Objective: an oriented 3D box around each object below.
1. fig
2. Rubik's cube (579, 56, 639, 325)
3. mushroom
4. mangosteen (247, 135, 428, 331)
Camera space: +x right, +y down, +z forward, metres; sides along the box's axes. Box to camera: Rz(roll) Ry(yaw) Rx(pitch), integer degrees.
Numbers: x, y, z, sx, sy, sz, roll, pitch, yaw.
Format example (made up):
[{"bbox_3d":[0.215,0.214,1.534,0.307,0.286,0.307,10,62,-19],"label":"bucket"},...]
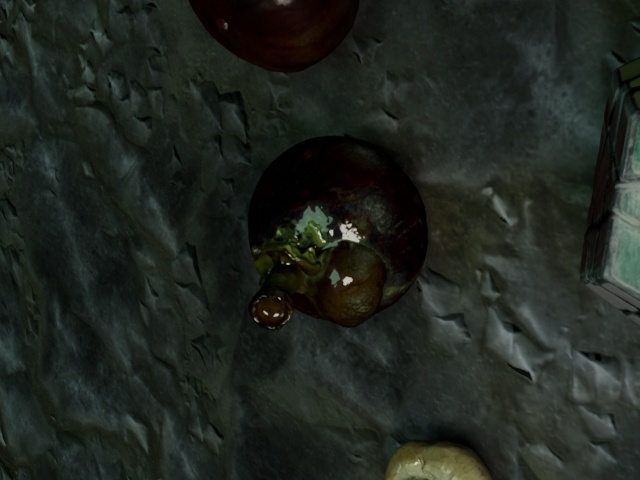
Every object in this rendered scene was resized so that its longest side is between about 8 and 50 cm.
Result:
[{"bbox_3d":[-0.061,-0.330,0.952,0.214,0.235,0.235,-30,73,2],"label":"fig"},{"bbox_3d":[0.353,-0.029,0.584,0.319,0.319,0.264,68,157,11],"label":"Rubik's cube"},{"bbox_3d":[0.145,0.311,0.930,0.148,0.112,0.148,16,112,48],"label":"mushroom"},{"bbox_3d":[0.000,0.000,0.899,0.231,0.289,0.231,12,114,28],"label":"mangosteen"}]
